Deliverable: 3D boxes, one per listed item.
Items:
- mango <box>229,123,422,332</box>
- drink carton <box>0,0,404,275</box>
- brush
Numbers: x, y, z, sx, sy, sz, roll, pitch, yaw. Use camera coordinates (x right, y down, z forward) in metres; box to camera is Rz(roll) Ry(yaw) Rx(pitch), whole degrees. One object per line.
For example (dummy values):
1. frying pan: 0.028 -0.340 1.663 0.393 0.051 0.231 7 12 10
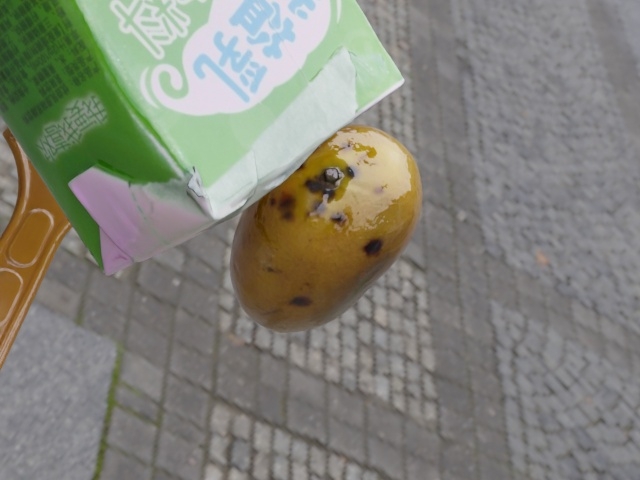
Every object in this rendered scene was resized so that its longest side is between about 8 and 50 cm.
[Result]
1. mango: -0.002 0.001 0.810 0.115 0.178 0.090 -27 73 -35
2. drink carton: -0.099 -0.138 0.621 0.161 0.108 0.271 -39 100 -41
3. brush: -0.176 0.014 0.768 0.090 0.017 0.314 24 64 -3
